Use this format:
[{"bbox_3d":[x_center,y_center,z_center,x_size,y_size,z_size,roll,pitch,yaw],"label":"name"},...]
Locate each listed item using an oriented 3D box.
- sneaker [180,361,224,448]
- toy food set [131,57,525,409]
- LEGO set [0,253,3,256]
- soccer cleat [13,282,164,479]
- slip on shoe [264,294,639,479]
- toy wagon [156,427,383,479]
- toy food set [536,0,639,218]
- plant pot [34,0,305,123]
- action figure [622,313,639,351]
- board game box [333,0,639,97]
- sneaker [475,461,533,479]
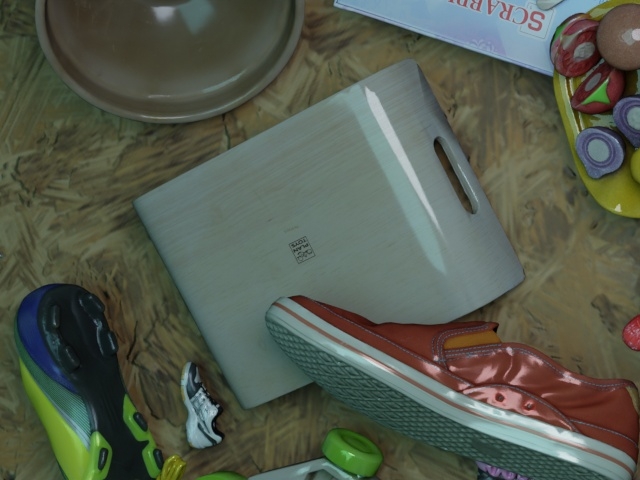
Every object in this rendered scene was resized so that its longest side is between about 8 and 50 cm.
[{"bbox_3d":[-0.110,0.155,1.507,0.037,0.032,0.083,-9,93,11],"label":"sneaker"},{"bbox_3d":[0.000,0.000,1.427,0.306,0.092,0.220,-26,93,25],"label":"toy food set"},{"bbox_3d":[-0.353,0.016,1.613,0.054,0.023,0.083,-37,77,21],"label":"LEGO set"},{"bbox_3d":[-0.227,0.182,1.542,0.121,0.093,0.289,-16,90,55],"label":"soccer cleat"},{"bbox_3d":[0.112,0.113,1.328,0.331,0.123,0.101,19,68,8],"label":"slip on shoe"},{"bbox_3d":[-0.006,0.303,1.441,0.344,0.068,0.267,32,104,21],"label":"toy wagon"},{"bbox_3d":[0.237,-0.123,1.239,0.128,0.071,0.218,-19,85,24],"label":"toy food set"},{"bbox_3d":[-0.138,-0.230,1.430,0.237,0.237,0.110,-38,37,21],"label":"plant pot"},{"bbox_3d":[0.347,-0.004,1.265,0.280,0.139,0.091,-42,71,-3],"label":"action figure"},{"bbox_3d":[0.204,-0.299,1.322,0.318,0.066,0.318,22,101,22],"label":"board game box"},{"bbox_3d":[0.187,0.216,1.368,0.119,0.047,0.057,19,122,24],"label":"sneaker"}]
